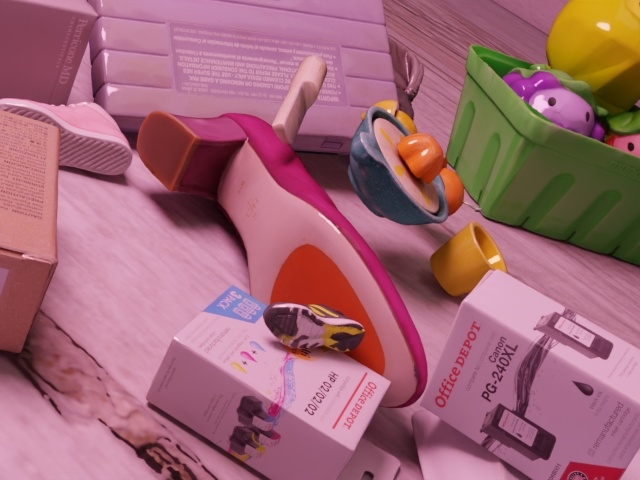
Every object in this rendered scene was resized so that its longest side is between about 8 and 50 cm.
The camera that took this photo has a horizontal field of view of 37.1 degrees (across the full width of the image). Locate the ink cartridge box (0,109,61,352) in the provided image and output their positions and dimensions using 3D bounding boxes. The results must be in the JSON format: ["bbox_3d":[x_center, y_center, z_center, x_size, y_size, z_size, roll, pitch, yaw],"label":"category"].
[{"bbox_3d":[-0.304,-0.034,0.652,0.235,0.088,0.193,16,29,-22],"label":"ink cartridge box"}]

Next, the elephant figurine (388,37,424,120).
[{"bbox_3d":[0.056,-0.187,1.242,0.239,0.186,0.169,39,-17,-1],"label":"elephant figurine"}]

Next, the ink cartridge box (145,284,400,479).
[{"bbox_3d":[-0.018,0.117,0.684,0.181,0.061,0.104,31,26,6],"label":"ink cartridge box"}]

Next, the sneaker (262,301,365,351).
[{"bbox_3d":[-0.009,0.061,0.697,0.083,0.031,0.035,19,10,-32],"label":"sneaker"}]

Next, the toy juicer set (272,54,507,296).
[{"bbox_3d":[0.076,-0.098,0.971,0.329,0.089,0.209,39,30,-36],"label":"toy juicer set"}]

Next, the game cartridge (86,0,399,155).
[{"bbox_3d":[-0.080,-0.212,1.059,0.355,0.068,0.230,1,77,-29],"label":"game cartridge"}]

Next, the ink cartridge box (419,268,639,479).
[{"bbox_3d":[0.158,0.107,0.681,0.150,0.109,0.063,31,36,20],"label":"ink cartridge box"}]

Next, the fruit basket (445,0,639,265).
[{"bbox_3d":[0.389,-0.193,1.296,0.392,0.392,0.283,15,29,-24],"label":"fruit basket"}]

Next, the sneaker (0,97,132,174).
[{"bbox_3d":[-0.243,-0.105,0.885,0.134,0.051,0.070,17,26,-28],"label":"sneaker"}]

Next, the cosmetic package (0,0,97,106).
[{"bbox_3d":[-0.340,-0.193,0.865,0.238,0.127,0.107,1,36,-40],"label":"cosmetic package"}]

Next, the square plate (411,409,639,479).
[{"bbox_3d":[0.254,0.251,0.660,0.344,0.049,0.347,12,31,-13],"label":"square plate"}]

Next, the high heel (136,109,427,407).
[{"bbox_3d":[0.000,0.000,0.856,0.181,0.127,0.377,4,39,-51],"label":"high heel"}]
